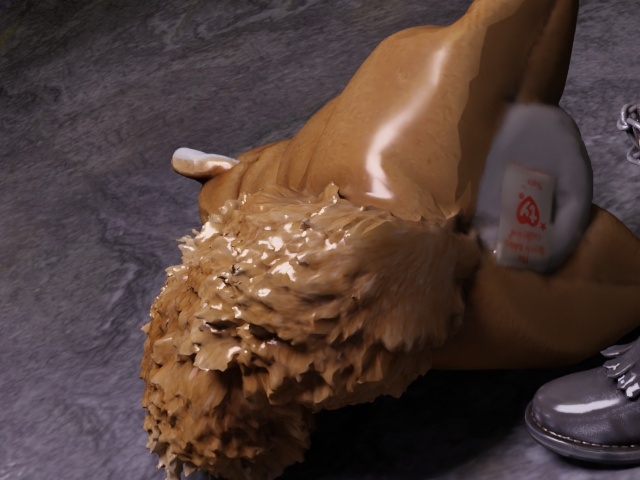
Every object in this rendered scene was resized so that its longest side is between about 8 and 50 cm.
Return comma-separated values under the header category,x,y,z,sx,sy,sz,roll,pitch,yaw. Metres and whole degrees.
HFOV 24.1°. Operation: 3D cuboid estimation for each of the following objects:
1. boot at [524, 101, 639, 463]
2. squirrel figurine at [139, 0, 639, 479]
category,x,y,z,sx,sy,sz,roll,pitch,yaw
boot,0.230,0.012,0.946,0.262,0.229,0.091,-16,26,14
squirrel figurine,0.000,0.000,1.137,0.397,0.281,0.370,-38,22,-34
